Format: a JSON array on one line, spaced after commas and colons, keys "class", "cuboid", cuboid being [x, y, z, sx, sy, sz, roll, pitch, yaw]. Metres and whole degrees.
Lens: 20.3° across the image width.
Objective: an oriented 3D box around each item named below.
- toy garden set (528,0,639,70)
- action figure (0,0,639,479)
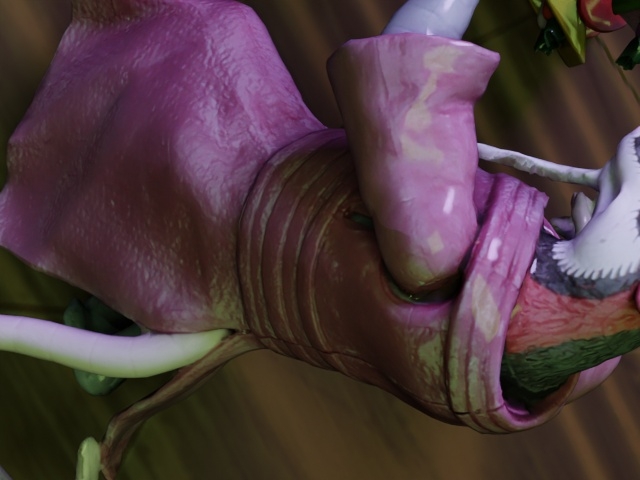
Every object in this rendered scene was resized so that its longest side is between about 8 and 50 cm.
[{"class": "toy garden set", "cuboid": [0.075, -0.168, 0.790, 0.049, 0.204, 0.244, -39, 95, -1]}, {"class": "action figure", "cuboid": [0.000, 0.000, 0.716, 0.275, 0.370, 0.248, -48, 128, -22]}]
